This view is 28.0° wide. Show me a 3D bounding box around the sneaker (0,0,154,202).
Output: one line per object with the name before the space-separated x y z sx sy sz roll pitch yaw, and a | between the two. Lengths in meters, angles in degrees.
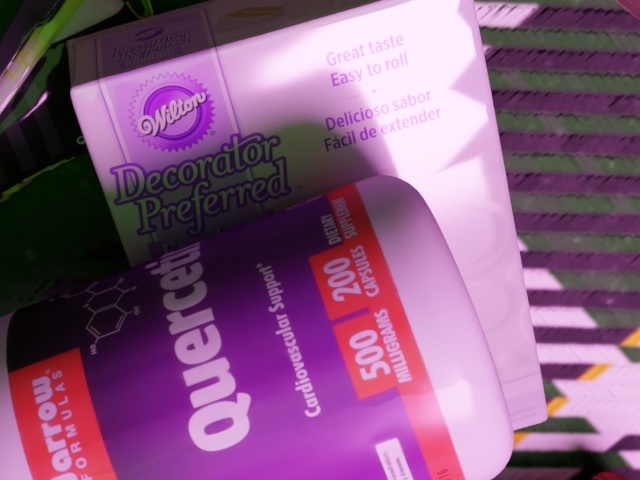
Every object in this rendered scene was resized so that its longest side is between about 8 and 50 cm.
sneaker | -0.187 -0.066 0.838 0.097 0.084 0.234 30 104 -15

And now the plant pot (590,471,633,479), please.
plant pot | 0.182 0.270 0.931 0.174 0.191 0.191 -26 109 -5

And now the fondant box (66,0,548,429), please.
fondant box | 0.000 0.000 0.836 0.238 0.096 0.330 -16 119 -2

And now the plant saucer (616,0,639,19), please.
plant saucer | 0.306 -0.270 0.828 0.311 0.050 0.310 -1 108 -5

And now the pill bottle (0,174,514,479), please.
pill bottle | -0.069 0.097 0.716 0.323 0.181 0.181 -21 109 0
